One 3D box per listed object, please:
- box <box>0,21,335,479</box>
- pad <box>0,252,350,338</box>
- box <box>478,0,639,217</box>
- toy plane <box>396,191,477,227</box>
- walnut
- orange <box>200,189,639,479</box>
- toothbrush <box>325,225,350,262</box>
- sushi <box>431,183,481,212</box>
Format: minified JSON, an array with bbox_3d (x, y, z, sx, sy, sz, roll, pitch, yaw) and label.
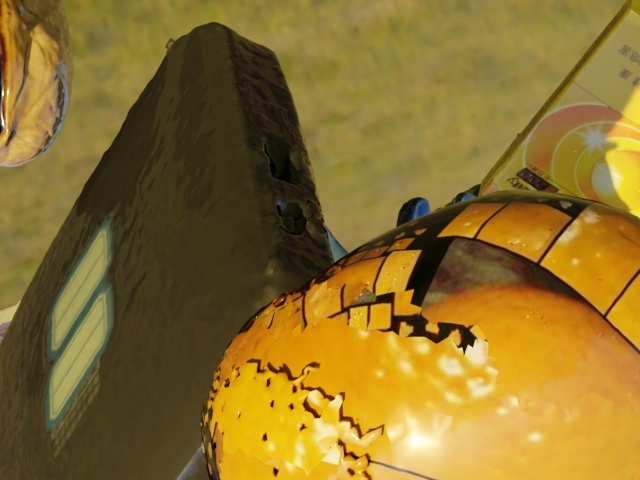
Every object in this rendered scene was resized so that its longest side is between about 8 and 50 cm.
[{"bbox_3d":[-0.106,0.081,1.128,0.359,0.091,0.350,-58,-155,27],"label":"box"},{"bbox_3d":[-0.135,0.050,1.727,0.284,0.018,0.286,-21,166,38],"label":"pad"},{"bbox_3d":[0.286,-0.099,1.842,0.269,0.152,0.043,-54,-173,36],"label":"box"},{"bbox_3d":[0.108,0.061,1.470,0.078,0.169,0.246,13,167,24],"label":"toy plane"},{"bbox_3d":[-0.255,-0.127,1.412,0.144,0.144,0.180,-25,-138,8],"label":"walnut"},{"bbox_3d":[0.067,0.081,0.815,0.234,0.182,0.234,-16,146,-11],"label":"orange"},{"bbox_3d":[0.003,0.003,1.624,0.026,0.028,0.294,-45,147,-5],"label":"toothbrush"},{"bbox_3d":[0.177,0.118,2.047,0.352,0.294,0.178,-37,-156,-18],"label":"sushi"}]
